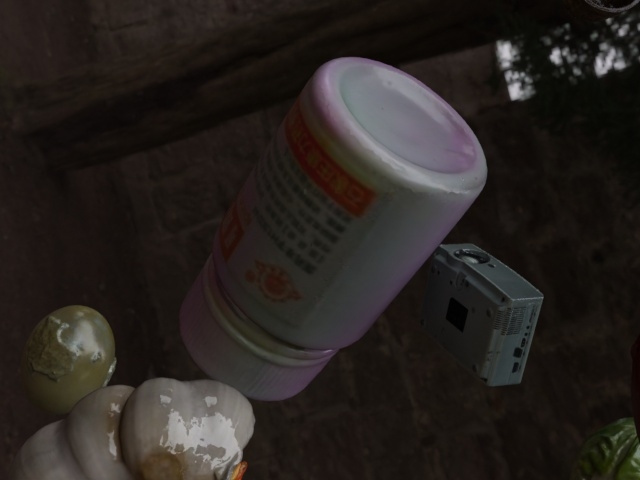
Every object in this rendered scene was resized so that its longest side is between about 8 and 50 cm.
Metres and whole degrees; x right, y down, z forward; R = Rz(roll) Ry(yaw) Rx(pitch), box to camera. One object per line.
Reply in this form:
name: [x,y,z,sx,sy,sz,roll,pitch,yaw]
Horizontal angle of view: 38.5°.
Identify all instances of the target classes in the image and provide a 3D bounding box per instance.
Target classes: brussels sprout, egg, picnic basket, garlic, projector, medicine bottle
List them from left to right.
egg: [-0.452,0.212,1.632,0.164,0.164,0.201,-82,-165,-89]
garlic: [-0.210,0.235,0.927,0.185,0.281,0.203,32,9,-10]
medicine bottle: [0.000,0.000,1.059,0.388,0.219,0.219,-55,-144,36]
projector: [0.176,0.081,1.041,0.147,0.061,0.115,42,-53,54]
picnic basket: [0.241,-0.221,0.756,0.083,0.072,0.072,169,-96,-78]
brussels sprout: [0.317,0.244,0.930,0.155,0.155,0.117,68,3,-86]

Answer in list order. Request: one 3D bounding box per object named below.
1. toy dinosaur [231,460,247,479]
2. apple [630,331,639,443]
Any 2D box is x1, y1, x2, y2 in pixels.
toy dinosaur: [-0.129,0.386,1.014,0.117,0.070,0.288,44,57,-45]
apple: [0.268,0.091,0.557,0.163,0.163,0.139,-105,172,-60]
